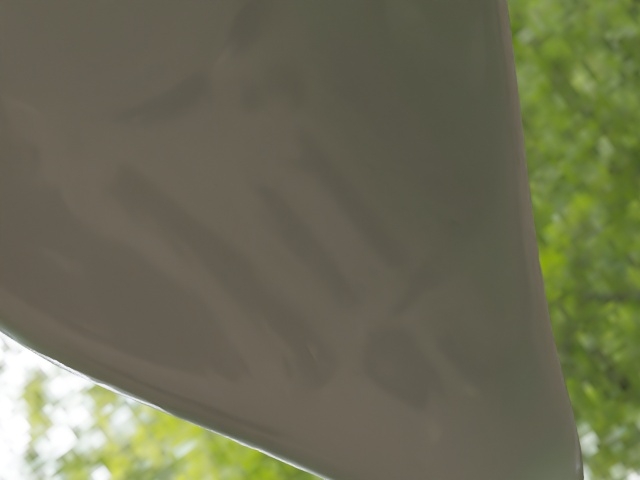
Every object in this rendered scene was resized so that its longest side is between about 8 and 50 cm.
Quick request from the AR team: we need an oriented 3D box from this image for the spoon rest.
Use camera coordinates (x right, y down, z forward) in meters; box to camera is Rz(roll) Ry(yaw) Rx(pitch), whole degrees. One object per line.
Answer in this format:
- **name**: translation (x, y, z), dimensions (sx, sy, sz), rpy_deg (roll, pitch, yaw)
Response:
- **spoon rest**: translation (0.000, 0.000, 0.408), dimensions (0.084, 0.137, 0.276), rpy_deg (35, 162, 40)
